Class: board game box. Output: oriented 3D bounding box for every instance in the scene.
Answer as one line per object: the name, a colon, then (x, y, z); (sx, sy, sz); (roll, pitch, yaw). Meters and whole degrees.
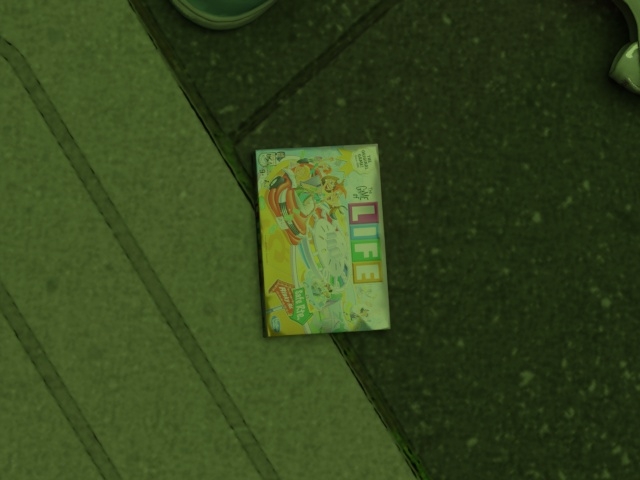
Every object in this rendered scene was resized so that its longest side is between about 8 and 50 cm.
board game box: (0.000, 0.000, 1.594); (0.103, 0.026, 0.154); (-4, 87, -10)

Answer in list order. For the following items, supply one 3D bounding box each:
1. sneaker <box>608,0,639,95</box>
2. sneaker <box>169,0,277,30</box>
sneaker: (0.335, -0.141, 1.633); (0.152, 0.114, 0.305); (-37, 88, 4)
sneaker: (0.013, -0.301, 1.525); (0.127, 0.208, 0.319); (43, 80, -3)
